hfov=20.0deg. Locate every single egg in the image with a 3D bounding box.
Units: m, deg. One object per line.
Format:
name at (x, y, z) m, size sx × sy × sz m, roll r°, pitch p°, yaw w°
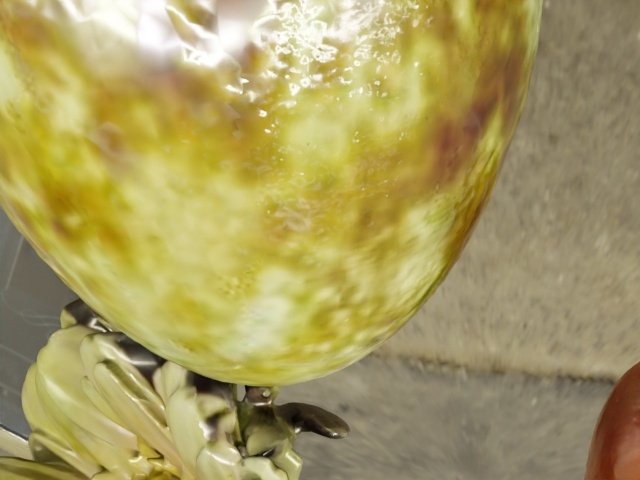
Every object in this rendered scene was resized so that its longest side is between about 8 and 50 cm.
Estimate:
egg at (-0.032, -0.087, 0.688) m, size 0.238 × 0.238 × 0.289 m, roll -8°, pitch 92°, yaw 4°

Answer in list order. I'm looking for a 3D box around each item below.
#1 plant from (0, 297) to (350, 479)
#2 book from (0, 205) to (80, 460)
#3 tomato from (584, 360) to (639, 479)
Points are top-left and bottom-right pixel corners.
plant at (-0.029, 0.152, 0.833) m, size 0.297 × 0.261 × 0.305 m, roll -1°, pitch 51°, yaw -11°
book at (-0.142, 0.030, 1.167) m, size 0.191 × 0.025 × 0.269 m, roll 32°, pitch 48°, yaw -24°
tomato at (0.274, 0.154, 1.022) m, size 0.260 × 0.180 × 0.259 m, roll -14°, pitch 49°, yaw 17°
